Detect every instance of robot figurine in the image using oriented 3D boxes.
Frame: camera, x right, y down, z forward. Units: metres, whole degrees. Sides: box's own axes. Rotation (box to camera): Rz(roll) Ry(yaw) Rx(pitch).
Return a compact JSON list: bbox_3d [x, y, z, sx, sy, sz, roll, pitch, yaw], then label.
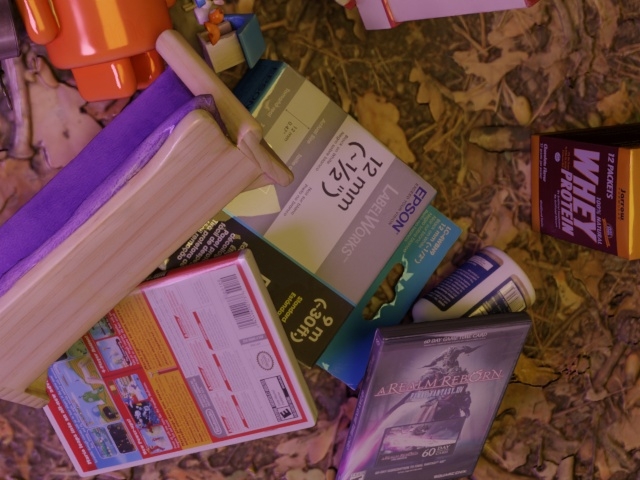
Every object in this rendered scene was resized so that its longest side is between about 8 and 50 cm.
[{"bbox_3d":[-0.218,-0.249,0.923,0.158,0.128,0.220,-18,108,-12],"label":"robot figurine"}]

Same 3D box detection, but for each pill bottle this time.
[{"bbox_3d":[0.173,0.091,1.171,0.169,0.094,0.094,-37,112,-11],"label":"pill bottle"}]

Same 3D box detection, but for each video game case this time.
[{"bbox_3d":[0.131,0.204,1.153,0.196,0.026,0.274,-4,129,-22],"label":"video game case"},{"bbox_3d":[-0.168,0.135,0.994,0.285,0.025,0.204,-16,111,15],"label":"video game case"}]

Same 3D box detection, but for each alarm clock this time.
[{"bbox_3d":[-0.320,-0.211,0.888,0.064,0.129,0.192,-20,119,-17],"label":"alarm clock"}]

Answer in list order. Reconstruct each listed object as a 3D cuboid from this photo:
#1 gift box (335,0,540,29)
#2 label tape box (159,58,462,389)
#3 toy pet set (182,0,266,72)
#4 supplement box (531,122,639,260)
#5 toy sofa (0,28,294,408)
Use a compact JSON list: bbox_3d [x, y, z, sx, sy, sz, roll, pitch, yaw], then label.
[{"bbox_3d":[0.118,-0.349,0.877,0.276,0.258,0.255,-31,113,-27],"label":"gift box"},{"bbox_3d":[0.000,0.000,1.071,0.347,0.115,0.249,37,87,-23],"label":"label tape box"},{"bbox_3d":[-0.098,-0.232,0.982,0.065,0.122,0.114,-25,129,-8],"label":"toy pet set"},{"bbox_3d":[0.394,-0.068,1.174,0.191,0.194,0.129,-8,104,-21],"label":"supplement box"},{"bbox_3d":[-0.220,-0.021,0.881,0.362,0.150,0.177,-42,152,5],"label":"toy sofa"}]
